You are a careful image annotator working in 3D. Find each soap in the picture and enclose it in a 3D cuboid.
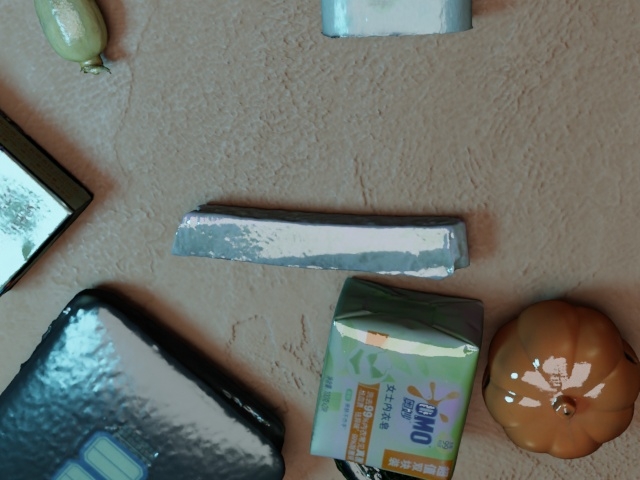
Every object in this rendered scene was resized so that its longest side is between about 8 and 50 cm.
[{"bbox_3d":[0.094,0.170,1.455,0.182,0.138,0.199,11,109,4],"label":"soap"}]

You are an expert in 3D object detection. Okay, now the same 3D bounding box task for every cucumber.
[{"bbox_3d":[0.097,0.334,1.546,0.074,0.074,0.241,-41,97,19],"label":"cucumber"}]

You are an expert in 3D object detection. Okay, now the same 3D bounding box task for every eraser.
[{"bbox_3d":[0.080,-0.342,1.313,0.174,0.081,0.226,0,109,10],"label":"eraser"}]

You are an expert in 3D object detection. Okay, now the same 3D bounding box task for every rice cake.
[{"bbox_3d":[0.000,0.000,1.455,0.365,0.056,0.072,3,109,8],"label":"rice cake"}]

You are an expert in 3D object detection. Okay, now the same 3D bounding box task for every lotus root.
[{"bbox_3d":[-0.295,-0.260,1.411,0.073,0.062,0.150,-19,103,15],"label":"lotus root"}]

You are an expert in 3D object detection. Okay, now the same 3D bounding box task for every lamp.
[{"bbox_3d":[0.284,0.168,1.410,0.188,0.164,0.187,2,107,7],"label":"lamp"}]

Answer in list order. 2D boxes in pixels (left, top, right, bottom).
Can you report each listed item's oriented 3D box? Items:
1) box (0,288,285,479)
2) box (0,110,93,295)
[{"bbox_3d":[-0.261,0.280,1.577,0.359,0.091,0.350,39,109,-5],"label":"box"},{"bbox_3d":[-0.465,-0.084,1.488,0.310,0.084,0.198,43,110,-7],"label":"box"}]
